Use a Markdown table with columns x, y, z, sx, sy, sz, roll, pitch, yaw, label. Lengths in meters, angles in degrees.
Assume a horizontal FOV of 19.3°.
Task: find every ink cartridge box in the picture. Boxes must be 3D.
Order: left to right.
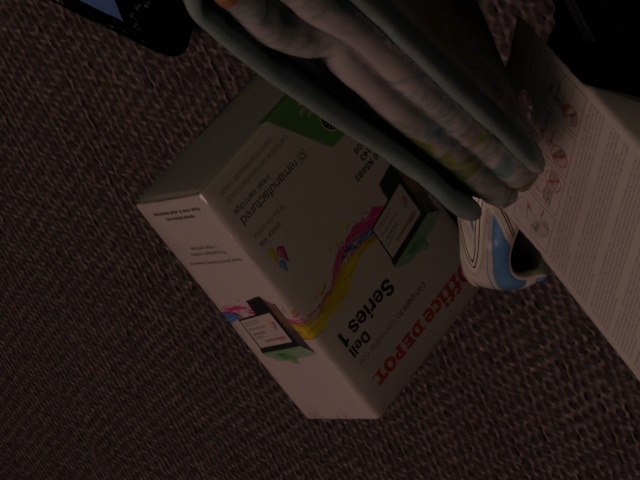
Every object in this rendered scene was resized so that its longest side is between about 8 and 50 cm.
| x | y | z | sx | sy | sz | roll | pitch | yaw | label |
| --- | --- | --- | --- | --- | --- | --- | --- | --- | --- |
| 0.000 | 0.000 | 1.716 | 0.117 | 0.201 | 0.278 | -5 | 128 | 53 | ink cartridge box |
| 0.210 | -0.028 | 1.323 | 0.232 | 0.066 | 0.189 | 58 | 156 | 33 | ink cartridge box |

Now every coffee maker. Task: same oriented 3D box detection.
| x | y | z | sx | sy | sz | roll | pitch | yaw | label |
| --- | --- | --- | --- | --- | --- | --- | --- | --- | --- |
| 0.229 | -0.171 | 1.315 | 0.171 | 0.120 | 0.178 | -7 | 130 | 31 | coffee maker |

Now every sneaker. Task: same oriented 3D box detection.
| x | y | z | sx | sy | sz | roll | pitch | yaw | label |
| --- | --- | --- | --- | --- | --- | --- | --- | --- | --- |
| 0.143 | -0.057 | 1.609 | 0.086 | 0.085 | 0.237 | -6 | 129 | 19 | sneaker |

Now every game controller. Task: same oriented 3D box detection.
| x | y | z | sx | sy | sz | roll | pitch | yaw | label |
| --- | --- | --- | --- | --- | --- | --- | --- | --- | --- |
| -0.257 | -0.278 | 1.776 | 0.319 | 0.067 | 0.166 | 28 | 149 | 23 | game controller |

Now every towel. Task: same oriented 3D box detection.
| x | y | z | sx | sy | sz | roll | pitch | yaw | label |
| --- | --- | --- | --- | --- | --- | --- | --- | --- | --- |
| 0.000 | -0.206 | 1.248 | 0.090 | 0.320 | 0.374 | -31 | 142 | 18 | towel |
